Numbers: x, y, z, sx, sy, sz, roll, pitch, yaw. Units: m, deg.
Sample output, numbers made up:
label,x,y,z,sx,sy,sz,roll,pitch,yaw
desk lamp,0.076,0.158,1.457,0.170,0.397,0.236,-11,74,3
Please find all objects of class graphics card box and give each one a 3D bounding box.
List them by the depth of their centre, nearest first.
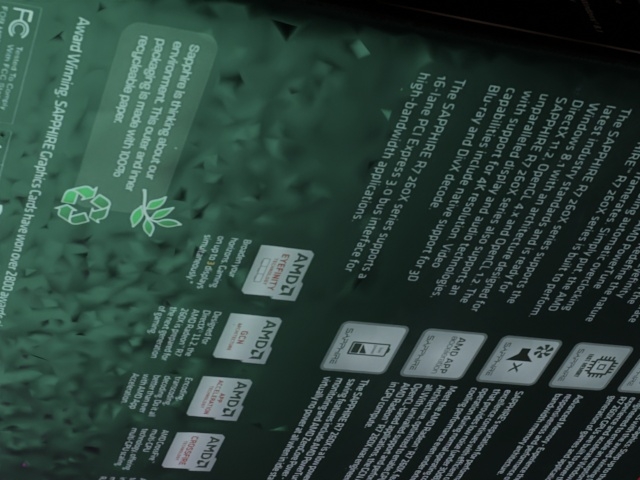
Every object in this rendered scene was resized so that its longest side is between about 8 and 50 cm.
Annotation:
label,x,y,z,sx,sy,sz,roll,pitch,yaw
graphics card box,0.000,0.000,0.445,0.371,0.094,0.232,5,133,-23
